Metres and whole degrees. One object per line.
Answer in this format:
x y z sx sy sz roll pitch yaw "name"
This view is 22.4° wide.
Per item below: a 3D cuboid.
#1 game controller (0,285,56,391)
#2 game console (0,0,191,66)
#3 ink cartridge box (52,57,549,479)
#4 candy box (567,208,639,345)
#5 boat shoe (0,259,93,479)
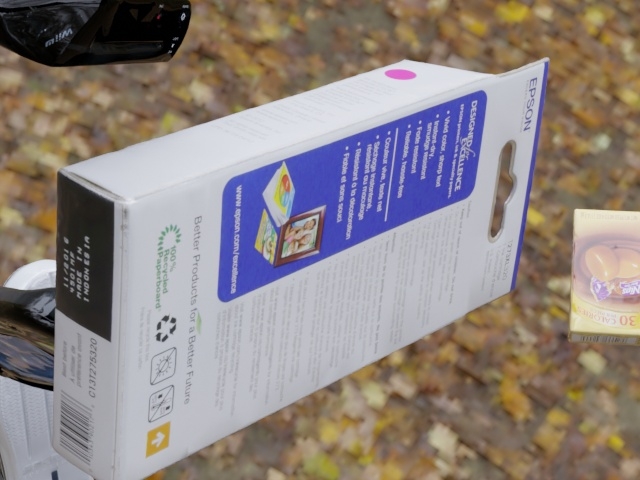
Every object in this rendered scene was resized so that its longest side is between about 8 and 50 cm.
-0.220 0.077 1.222 0.166 0.319 0.067 25 76 -35 "game controller"
-0.143 -0.159 0.935 0.213 0.044 0.361 27 17 18 "game console"
0.000 0.000 0.971 0.069 0.176 0.371 27 33 37 "ink cartridge box"
0.304 0.034 1.362 0.186 0.053 0.109 3 77 9 "candy box"
-0.289 0.162 1.600 0.121 0.335 0.119 -13 31 -32 "boat shoe"
